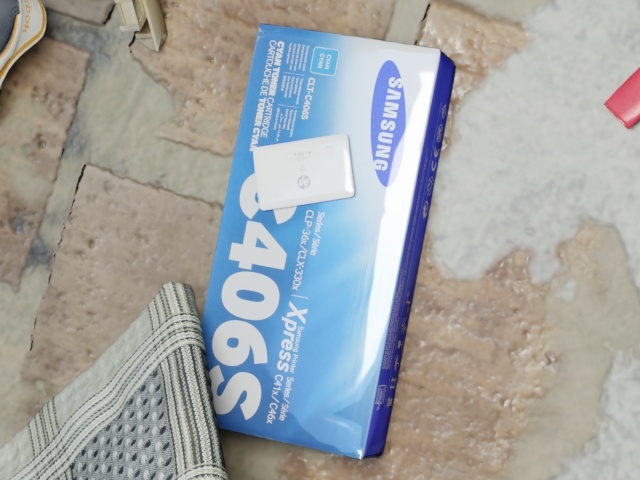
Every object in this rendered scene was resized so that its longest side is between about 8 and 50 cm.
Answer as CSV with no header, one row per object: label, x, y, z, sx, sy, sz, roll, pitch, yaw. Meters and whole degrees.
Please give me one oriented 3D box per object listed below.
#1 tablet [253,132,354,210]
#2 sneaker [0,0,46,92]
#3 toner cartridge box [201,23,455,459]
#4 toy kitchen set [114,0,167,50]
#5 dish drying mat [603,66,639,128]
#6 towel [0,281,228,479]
tablet,-0.014,-0.057,1.424,0.083,0.006,0.054,-8,84,16
sneaker,-0.375,-0.138,1.559,0.321,0.127,0.126,-28,72,37
toner cartridge box,0.000,0.000,1.458,0.165,0.075,0.347,10,88,15
toy kitchen set,-0.182,-0.207,1.532,0.075,0.083,0.068,-2,127,16
dish drying mat,0.274,-0.132,1.412,0.083,0.008,0.032,-46,68,16
towel,-0.199,0.225,1.385,0.324,0.056,0.312,-43,37,25
